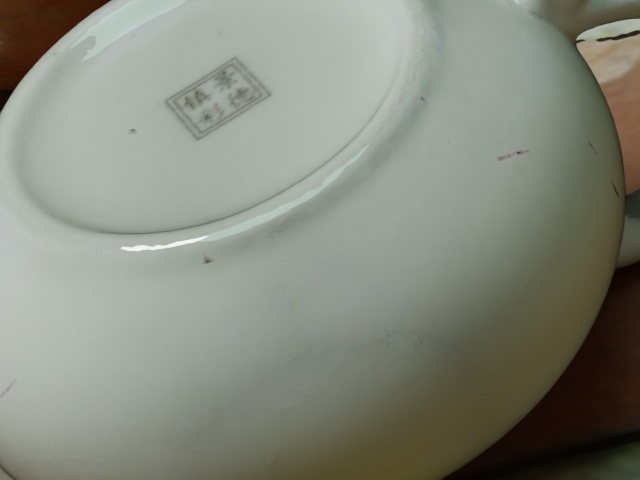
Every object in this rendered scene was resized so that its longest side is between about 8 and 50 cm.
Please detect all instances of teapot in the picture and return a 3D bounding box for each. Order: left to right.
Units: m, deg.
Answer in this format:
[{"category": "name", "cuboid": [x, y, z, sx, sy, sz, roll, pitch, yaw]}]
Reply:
[{"category": "teapot", "cuboid": [0.000, 0.000, 0.583, 0.298, 0.139, 0.204, -26, 36, -3]}]

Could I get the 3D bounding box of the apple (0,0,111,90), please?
[{"category": "apple", "cuboid": [-0.118, -0.151, 0.793, 0.293, 0.163, 0.251, 0, 51, 44]}]
